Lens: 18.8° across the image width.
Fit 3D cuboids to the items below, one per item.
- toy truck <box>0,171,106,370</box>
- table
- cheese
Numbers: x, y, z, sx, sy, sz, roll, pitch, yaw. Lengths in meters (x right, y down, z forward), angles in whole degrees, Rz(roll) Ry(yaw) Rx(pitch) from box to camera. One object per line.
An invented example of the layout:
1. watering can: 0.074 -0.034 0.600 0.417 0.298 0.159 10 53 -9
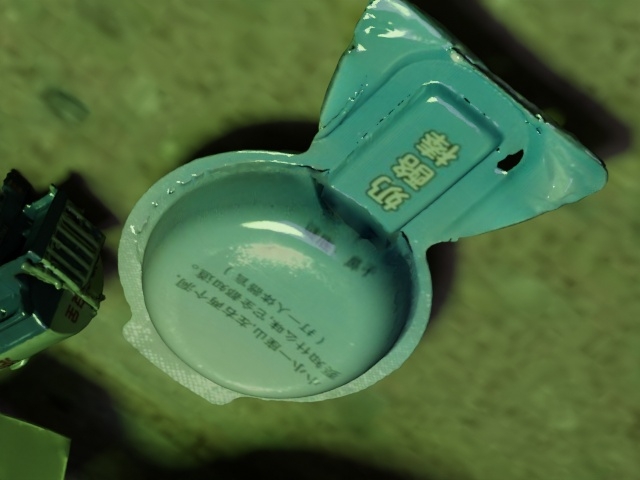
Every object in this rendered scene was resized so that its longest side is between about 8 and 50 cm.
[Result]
1. toy truck: -0.182 0.033 0.903 0.202 0.074 0.088 -27 124 36
2. table: -0.169 0.130 0.915 0.062 0.079 0.083 22 149 -24
3. cheese: 0.000 0.000 0.809 0.135 0.052 0.245 37 131 -14
